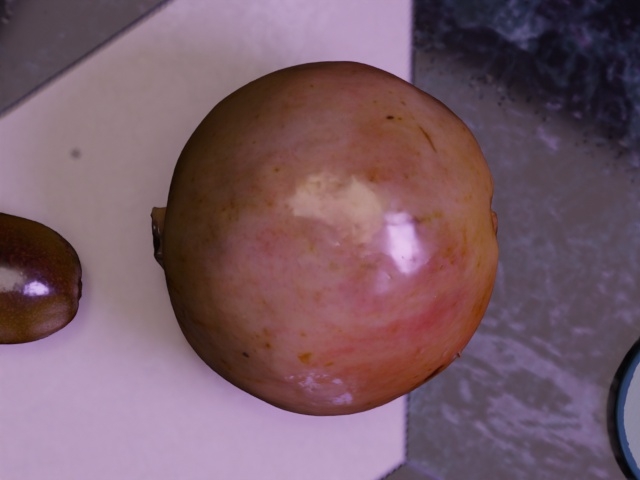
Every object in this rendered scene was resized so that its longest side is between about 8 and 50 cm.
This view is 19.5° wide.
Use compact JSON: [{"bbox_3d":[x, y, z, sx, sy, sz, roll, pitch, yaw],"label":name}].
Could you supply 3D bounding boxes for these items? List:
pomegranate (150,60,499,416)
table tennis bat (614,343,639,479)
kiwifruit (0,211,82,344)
[{"bbox_3d":[0.003,0.000,0.986,0.191,0.191,0.191,0,82,-3],"label":"pomegranate"},{"bbox_3d":[0.251,0.068,1.063,0.124,0.033,0.201,33,84,0],"label":"table tennis bat"},{"bbox_3d":[-0.194,0.020,1.029,0.124,0.075,0.075,8,82,2],"label":"kiwifruit"}]
